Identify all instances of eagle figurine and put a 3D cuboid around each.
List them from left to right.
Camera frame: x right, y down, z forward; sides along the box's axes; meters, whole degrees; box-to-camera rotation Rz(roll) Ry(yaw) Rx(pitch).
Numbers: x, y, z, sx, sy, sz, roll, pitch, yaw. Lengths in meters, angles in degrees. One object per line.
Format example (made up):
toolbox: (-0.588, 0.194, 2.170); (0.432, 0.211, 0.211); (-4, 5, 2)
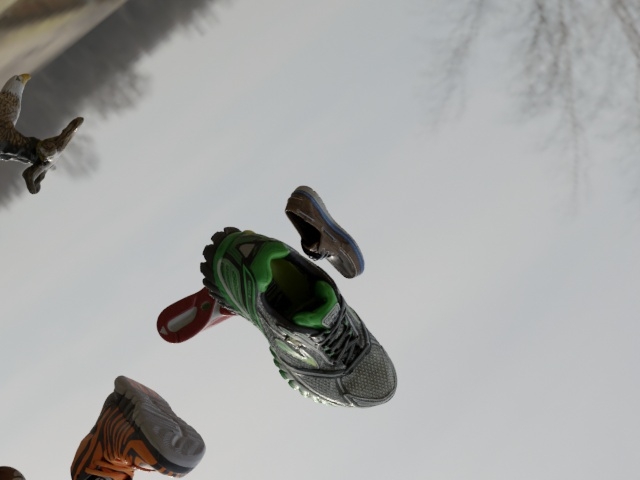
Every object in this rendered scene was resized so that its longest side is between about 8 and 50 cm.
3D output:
eagle figurine: (-0.518, -0.200, 1.982); (0.226, 0.298, 0.225); (-52, -170, 18)

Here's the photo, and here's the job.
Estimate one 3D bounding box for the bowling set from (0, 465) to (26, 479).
bowling set: (-0.411, 0.221, 1.397); (0.154, 0.199, 0.287); (102, -8, -63)

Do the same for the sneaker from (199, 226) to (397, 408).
sneaker: (-0.011, 0.120, 1.767); (0.146, 0.343, 0.134); (10, -118, 57)

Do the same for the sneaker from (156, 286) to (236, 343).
sneaker: (-0.169, 0.097, 2.156); (0.221, 0.087, 0.128); (-22, 180, -11)

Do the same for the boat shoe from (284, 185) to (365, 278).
boat shoe: (0.000, 0.000, 2.170); (0.066, 0.183, 0.066); (-22, -158, 49)

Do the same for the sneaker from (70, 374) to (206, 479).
sneaker: (-0.287, 0.342, 2.048); (0.180, 0.124, 0.321); (-59, -158, -1)
